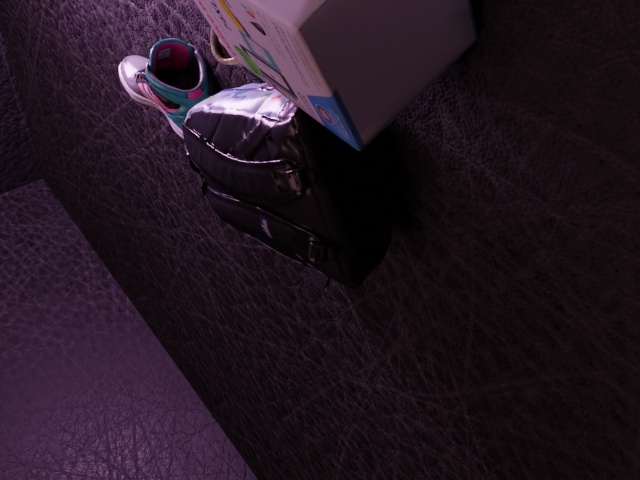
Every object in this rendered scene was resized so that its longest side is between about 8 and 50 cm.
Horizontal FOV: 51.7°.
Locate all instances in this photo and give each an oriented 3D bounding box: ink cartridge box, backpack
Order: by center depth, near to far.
[{"bbox_3d":[-0.003,-0.281,0.737,0.270,0.197,0.198,42,174,35],"label":"ink cartridge box"},{"bbox_3d":[-0.063,-0.118,1.020,0.356,0.273,0.290,7,130,39],"label":"backpack"}]

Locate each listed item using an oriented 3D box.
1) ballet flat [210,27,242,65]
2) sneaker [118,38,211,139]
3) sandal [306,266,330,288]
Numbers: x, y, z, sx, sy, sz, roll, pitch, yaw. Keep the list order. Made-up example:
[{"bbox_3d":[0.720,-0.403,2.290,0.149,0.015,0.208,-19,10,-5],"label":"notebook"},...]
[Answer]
[{"bbox_3d":[-0.103,-0.392,0.959,0.123,0.123,0.348,52,150,20],"label":"ballet flat"},{"bbox_3d":[-0.324,-0.342,1.351,0.295,0.124,0.178,39,150,23],"label":"sneaker"},{"bbox_3d":[0.000,0.000,1.212,0.067,0.040,0.179,-3,97,54],"label":"sandal"}]
